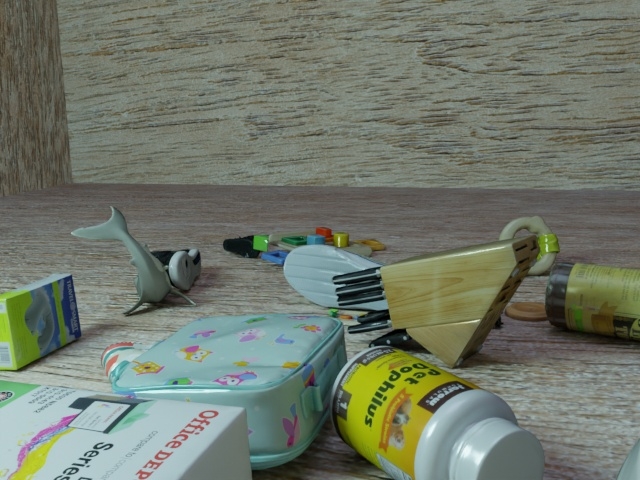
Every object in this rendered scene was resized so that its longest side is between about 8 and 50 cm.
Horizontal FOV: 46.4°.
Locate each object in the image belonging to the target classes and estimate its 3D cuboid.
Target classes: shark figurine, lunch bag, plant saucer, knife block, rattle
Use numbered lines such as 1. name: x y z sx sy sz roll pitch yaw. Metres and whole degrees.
1. shark figurine: -0.328 0.071 1.330 0.166 0.278 0.116 35 69 22
2. lunch bag: -0.086 0.165 0.853 0.224 0.108 0.279 0 11 18
3. plant saucer: 0.360 0.120 1.283 0.083 0.013 0.083 -2 12 0
4. knife block: 0.149 0.054 1.094 0.242 0.276 0.088 38 30 24
5. rattle: 0.392 0.035 1.581 0.199 0.130 0.143 -33 10 -16

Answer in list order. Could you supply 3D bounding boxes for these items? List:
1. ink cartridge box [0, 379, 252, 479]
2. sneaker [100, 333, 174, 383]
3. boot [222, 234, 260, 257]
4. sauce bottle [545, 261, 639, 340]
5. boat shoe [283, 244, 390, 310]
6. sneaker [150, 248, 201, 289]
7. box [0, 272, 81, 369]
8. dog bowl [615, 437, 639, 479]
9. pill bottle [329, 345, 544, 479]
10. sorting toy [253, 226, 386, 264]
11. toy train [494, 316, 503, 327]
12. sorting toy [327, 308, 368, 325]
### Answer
1. ink cartridge box: -0.218 0.214 0.617 0.278 0.117 0.201 2 12 16
2. sneaker: -0.215 0.171 1.027 0.161 0.057 0.075 -5 28 -24
3. boot: -0.168 0.013 1.829 0.121 0.045 0.099 9 10 37
4. sauce bottle: 0.516 0.101 1.111 0.344 0.111 0.111 6 13 35
5. boat shoe: 0.076 0.080 1.356 0.302 0.109 0.094 15 2 27
6. sneaker: -0.322 0.062 1.532 0.121 0.079 0.217 -4 3 2
7. box: -0.430 0.119 1.145 0.042 0.109 0.178 -2 11 18
8. dog bowl: 0.329 0.195 0.407 0.348 0.102 0.349 -2 31 1
9. pill bottle: 0.108 0.184 0.723 0.117 0.117 0.215 -8 13 -30
10. sorting toy: 0.000 0.000 1.778 0.347 0.047 0.196 -6 18 -37
11. toy train: 0.281 0.116 1.278 0.036 0.027 0.158 -5 11 2
12. sorting toy: 0.047 0.130 1.276 0.083 0.012 0.062 3 12 20
